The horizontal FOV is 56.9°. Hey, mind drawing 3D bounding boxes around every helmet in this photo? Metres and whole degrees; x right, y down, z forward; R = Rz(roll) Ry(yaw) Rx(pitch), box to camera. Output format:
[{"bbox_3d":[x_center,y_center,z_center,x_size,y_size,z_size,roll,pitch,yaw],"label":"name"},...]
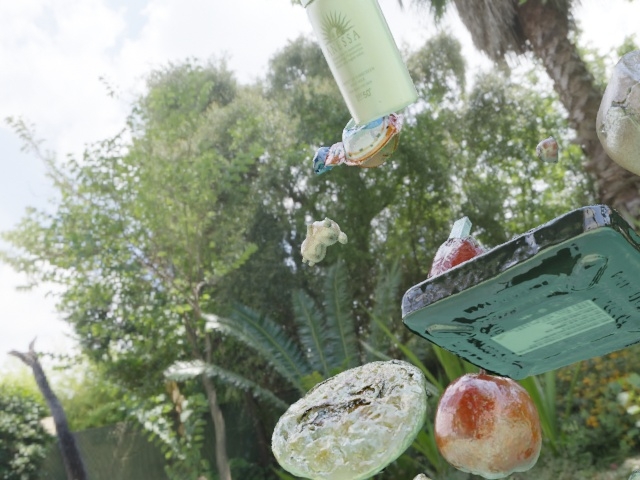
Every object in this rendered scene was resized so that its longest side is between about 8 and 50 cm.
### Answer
[{"bbox_3d":[0.621,-0.240,1.628,0.049,0.065,0.084,-21,-48,-1],"label":"helmet"}]

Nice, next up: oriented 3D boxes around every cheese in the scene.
[{"bbox_3d":[0.111,-0.285,1.754,0.329,0.217,0.129,-19,-51,39],"label":"cheese"}]

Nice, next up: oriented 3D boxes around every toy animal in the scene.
[{"bbox_3d":[0.002,0.004,1.575,0.083,0.089,0.150,9,-55,-48],"label":"toy animal"}]

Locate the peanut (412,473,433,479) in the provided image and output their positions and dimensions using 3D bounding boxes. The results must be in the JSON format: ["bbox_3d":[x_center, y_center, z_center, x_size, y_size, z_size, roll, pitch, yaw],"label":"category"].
[{"bbox_3d":[0.275,0.659,1.445,0.089,0.193,0.089,-7,-55,-9],"label":"peanut"}]

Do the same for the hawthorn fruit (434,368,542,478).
[{"bbox_3d":[0.366,0.401,1.299,0.231,0.263,0.235,-28,29,-35],"label":"hawthorn fruit"}]

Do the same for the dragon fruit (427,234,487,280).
[{"bbox_3d":[0.239,0.079,1.056,0.161,0.127,0.120,-49,-11,-6],"label":"dragon fruit"}]

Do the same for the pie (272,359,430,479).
[{"bbox_3d":[0.062,0.332,1.130,0.339,0.077,0.339,-22,16,7],"label":"pie"}]

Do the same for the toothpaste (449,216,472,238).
[{"bbox_3d":[0.425,-0.020,1.798,0.046,0.034,0.164,-27,15,32],"label":"toothpaste"}]

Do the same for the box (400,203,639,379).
[{"bbox_3d":[0.290,0.086,0.769,0.290,0.073,0.289,-31,-45,33],"label":"box"}]

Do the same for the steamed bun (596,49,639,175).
[{"bbox_3d":[0.740,-0.276,1.328,0.199,0.301,0.251,-1,-48,-14],"label":"steamed bun"}]

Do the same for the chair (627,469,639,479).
[{"bbox_3d":[0.323,0.399,0.603,0.147,0.136,0.270,14,-78,-59],"label":"chair"}]

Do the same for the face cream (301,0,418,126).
[{"bbox_3d":[0.060,-0.404,1.143,0.081,0.348,0.173,-33,13,-34],"label":"face cream"}]
